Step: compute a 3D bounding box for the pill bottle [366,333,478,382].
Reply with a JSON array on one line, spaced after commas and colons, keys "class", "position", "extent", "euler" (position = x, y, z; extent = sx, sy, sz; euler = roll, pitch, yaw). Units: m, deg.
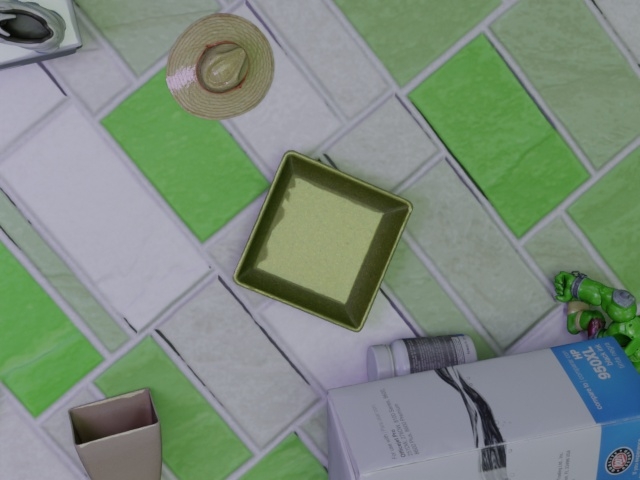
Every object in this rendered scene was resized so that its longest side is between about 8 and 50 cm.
[{"class": "pill bottle", "position": [0.135, 0.167, 1.793], "extent": [0.137, 0.078, 0.078], "euler": [-3, 96, -12]}]

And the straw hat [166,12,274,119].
[{"class": "straw hat", "position": [-0.123, -0.220, 1.709], "extent": [0.144, 0.061, 0.145], "euler": [-1, 95, -11]}]

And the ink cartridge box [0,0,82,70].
[{"class": "ink cartridge box", "position": [-0.427, -0.352, 1.598], "extent": [0.223, 0.129, 0.307], "euler": [-14, 99, -10]}]

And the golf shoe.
[{"class": "golf shoe", "position": [-0.375, -0.255, 1.510], "extent": [0.176, 0.086, 0.069], "euler": [9, 98, -12]}]

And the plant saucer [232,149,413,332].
[{"class": "plant saucer", "position": [0.000, 0.000, 1.765], "extent": [0.188, 0.045, 0.188], "euler": [23, 91, -13]}]

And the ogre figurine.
[{"class": "ogre figurine", "position": [0.394, 0.134, 1.815], "extent": [0.097, 0.118, 0.197], "euler": [-10, 94, -36]}]

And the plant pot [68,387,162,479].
[{"class": "plant pot", "position": [-0.254, 0.265, 1.714], "extent": [0.109, 0.109, 0.096], "euler": [-14, 112, -10]}]

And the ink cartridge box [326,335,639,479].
[{"class": "ink cartridge box", "position": [0.212, 0.307, 1.724], "extent": [0.394, 0.166, 0.285], "euler": [-9, 127, -11]}]
